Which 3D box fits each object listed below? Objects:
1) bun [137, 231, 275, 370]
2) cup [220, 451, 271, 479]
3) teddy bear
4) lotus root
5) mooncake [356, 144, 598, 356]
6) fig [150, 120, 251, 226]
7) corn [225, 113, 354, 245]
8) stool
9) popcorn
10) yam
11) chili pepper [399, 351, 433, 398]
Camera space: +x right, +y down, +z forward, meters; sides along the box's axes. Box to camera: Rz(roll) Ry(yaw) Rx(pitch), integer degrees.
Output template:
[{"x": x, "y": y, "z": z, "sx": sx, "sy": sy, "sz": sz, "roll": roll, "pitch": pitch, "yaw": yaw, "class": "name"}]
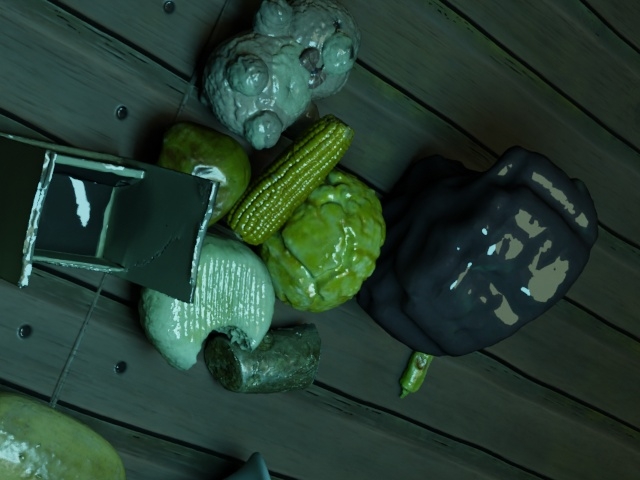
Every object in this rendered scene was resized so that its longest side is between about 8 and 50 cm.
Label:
[{"x": -0.175, "y": 0.091, "z": 1.779, "sx": 0.212, "sy": 0.126, "sz": 0.204, "roll": 25, "pitch": 82, "yaw": -39, "class": "bun"}, {"x": -0.134, "y": 0.500, "z": 1.801, "sx": 0.163, "sy": 0.347, "sz": 0.347, "roll": -11, "pitch": 108, "yaw": -10, "class": "cup"}, {"x": -0.048, "y": -0.254, "z": 1.792, "sx": 0.267, "sy": 0.151, "sz": 0.236, "roll": -31, "pitch": 128, "yaw": -26, "class": "teddy bear"}, {"x": -0.370, "y": 0.321, "z": 1.661, "sx": 0.343, "sy": 0.151, "sz": 0.169, "roll": 35, "pitch": 78, "yaw": -34, "class": "lotus root"}, {"x": 0.223, "y": 0.011, "z": 1.917, "sx": 0.212, "sy": 0.381, "sz": 0.350, "roll": 41, "pitch": 61, "yaw": -24, "class": "mooncake"}, {"x": -0.170, "y": -0.095, "z": 1.746, "sx": 0.166, "sy": 0.144, "sz": 0.154, "roll": -18, "pitch": 72, "yaw": -45, "class": "fig"}, {"x": -0.046, "y": -0.091, "z": 1.770, "sx": 0.231, "sy": 0.080, "sz": 0.080, "roll": -48, "pitch": 127, "yaw": 6, "class": "corn"}, {"x": -0.312, "y": -0.033, "z": 1.555, "sx": 0.244, "sy": 0.270, "sz": 0.170, "roll": 9, "pitch": 95, "yaw": -38, "class": "stool"}, {"x": 0.000, "y": 0.000, "z": 1.858, "sx": 0.184, "sy": 0.204, "sz": 0.221, "roll": 21, "pitch": 101, "yaw": -39, "class": "popcorn"}, {"x": -0.083, "y": 0.187, "z": 1.893, "sx": 0.183, "sy": 0.107, "sz": 0.107, "roll": -1, "pitch": 100, "yaw": -35, "class": "yam"}, {"x": 0.197, "y": 0.187, "z": 2.147, "sx": 0.049, "sy": 0.043, "sz": 0.208, "roll": 45, "pitch": 71, "yaw": -22, "class": "chili pepper"}]
